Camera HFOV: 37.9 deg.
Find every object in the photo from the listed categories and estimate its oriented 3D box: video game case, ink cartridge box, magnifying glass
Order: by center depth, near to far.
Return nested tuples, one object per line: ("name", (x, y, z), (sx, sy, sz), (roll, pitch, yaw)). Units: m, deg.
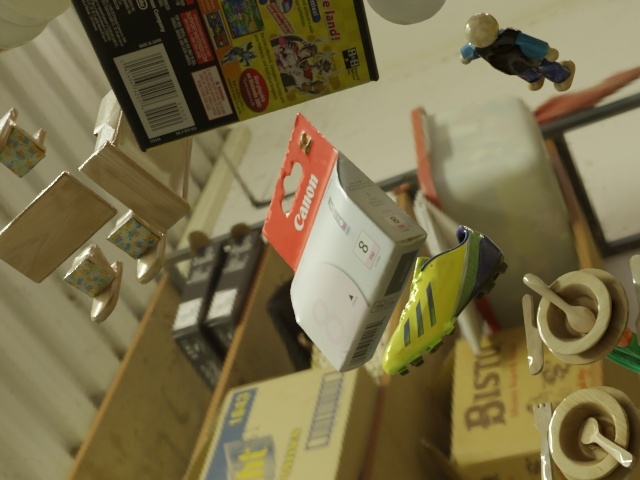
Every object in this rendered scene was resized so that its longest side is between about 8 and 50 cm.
("video game case", (-0.091, -0.225, 0.837), (0.035, 0.248, 0.275), (-106, -1, -46))
("magnifying glass", (0.307, 0.104, 0.941), (0.231, 0.092, 0.026), (36, -103, -52))
("ink cartridge box", (0.000, 0.000, 1.034), (0.066, 0.189, 0.232), (-18, -130, -40))

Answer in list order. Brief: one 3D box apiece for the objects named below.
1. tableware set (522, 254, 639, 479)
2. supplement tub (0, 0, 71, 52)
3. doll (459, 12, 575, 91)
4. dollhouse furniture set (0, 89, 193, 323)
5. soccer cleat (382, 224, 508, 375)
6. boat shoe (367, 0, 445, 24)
("tableware set", (0.220, 0.110, 0.782), (0.039, 0.128, 0.194), (23, -125, -36))
("supplement tub", (-0.530, -0.371, 1.349), (0.228, 0.316, 0.228), (21, -116, -53))
("doll", (0.219, -0.214, 1.072), (0.189, 0.129, 0.046), (13, -94, -52))
("dollhouse furniture set", (-0.411, -0.052, 1.594), (0.362, 0.394, 0.256), (40, -157, -27))
("soccer cleat", (0.176, 0.093, 1.474), (0.121, 0.093, 0.289), (42, -114, 7))
("boat shoe", (0.076, -0.376, 1.089), (0.301, 0.108, 0.102), (48, -148, -56))
